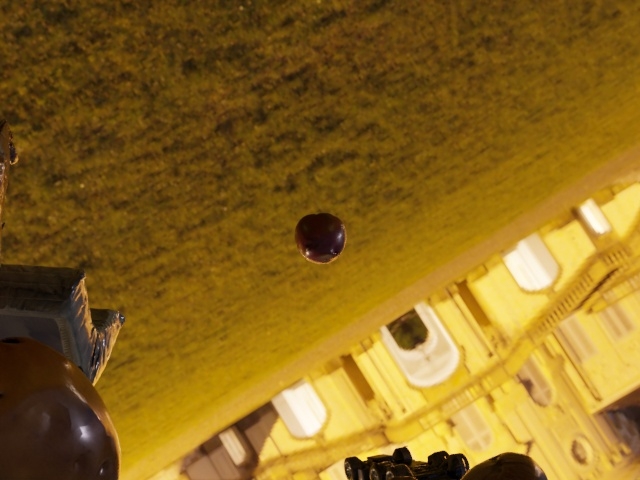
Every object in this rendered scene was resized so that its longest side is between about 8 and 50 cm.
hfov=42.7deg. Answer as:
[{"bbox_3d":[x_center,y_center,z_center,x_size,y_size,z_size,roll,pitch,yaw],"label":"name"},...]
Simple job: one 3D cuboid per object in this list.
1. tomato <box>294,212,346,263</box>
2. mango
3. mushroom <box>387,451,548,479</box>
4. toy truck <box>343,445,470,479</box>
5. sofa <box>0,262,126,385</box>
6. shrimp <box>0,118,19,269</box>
[{"bbox_3d":[0.000,0.000,1.312,0.087,0.075,0.087,0,145,0],"label":"tomato"},{"bbox_3d":[-0.283,0.209,0.832,0.151,0.248,0.156,-4,-147,17],"label":"mango"},{"bbox_3d":[0.235,0.433,1.238,0.267,0.254,0.267,-33,158,-16],"label":"mushroom"},{"bbox_3d":[0.177,0.527,1.685,0.177,0.177,0.363,-4,175,-21],"label":"toy truck"},{"bbox_3d":[-0.429,0.103,1.256,0.210,0.225,0.176,3,-141,6],"label":"sofa"},{"bbox_3d":[-0.398,-0.016,0.968,0.054,0.222,0.290,9,139,-21],"label":"shrimp"}]
